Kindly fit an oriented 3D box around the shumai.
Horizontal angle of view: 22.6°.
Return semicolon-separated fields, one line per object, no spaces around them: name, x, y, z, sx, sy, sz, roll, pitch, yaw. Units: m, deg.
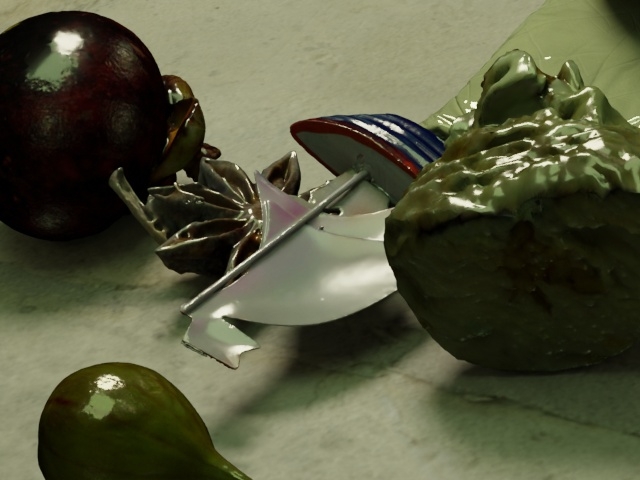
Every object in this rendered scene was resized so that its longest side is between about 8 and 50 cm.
shumai;0.185;-0.031;1.297;0.256;0.189;0.218;-10;44;17

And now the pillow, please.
pillow;0.276;-0.132;1.475;0.281;0.076;0.274;19;48;31

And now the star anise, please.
star anise;-0.070;-0.011;1.477;0.262;0.081;0.230;8;45;8

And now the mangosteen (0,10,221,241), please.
mangosteen;-0.225;-0.107;1.578;0.265;0.228;0.228;10;27;-20

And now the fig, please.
fig;-0.103;0.172;1.205;0.236;0.124;0.124;21;43;19

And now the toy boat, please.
toy boat;0.030;0.002;1.367;0.219;0.072;0.318;18;46;10
